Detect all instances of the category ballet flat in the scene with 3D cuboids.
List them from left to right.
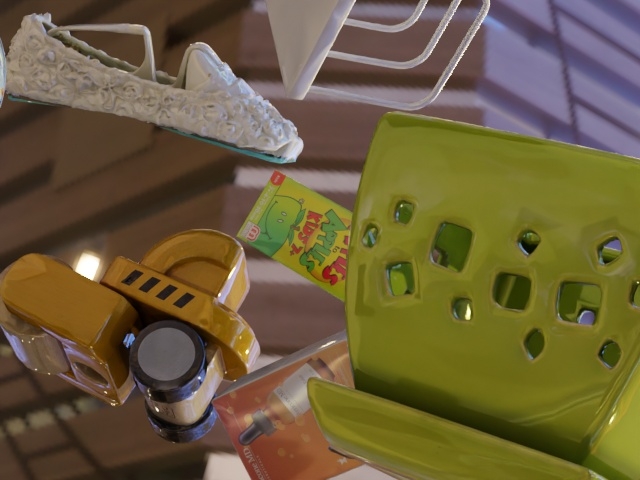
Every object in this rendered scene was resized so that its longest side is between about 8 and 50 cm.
[{"bbox_3d":[-0.214,-0.204,2.031,0.147,0.409,0.147,14,90,-89],"label":"ballet flat"}]

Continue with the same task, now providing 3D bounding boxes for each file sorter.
[{"bbox_3d":[0.054,-0.303,1.721,0.193,0.173,0.277,120,-30,-41],"label":"file sorter"}]

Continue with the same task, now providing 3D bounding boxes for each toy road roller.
[{"bbox_3d":[-0.231,0.088,2.037,0.330,0.202,0.240,24,-114,14],"label":"toy road roller"}]

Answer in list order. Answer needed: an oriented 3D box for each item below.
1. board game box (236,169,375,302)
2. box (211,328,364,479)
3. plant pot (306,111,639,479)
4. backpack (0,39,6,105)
[{"bbox_3d":[0.000,0.000,1.803,0.181,0.043,0.092,30,-91,32],"label":"board game box"},{"bbox_3d":[-0.004,0.182,1.664,0.170,0.091,0.130,-26,-88,20],"label":"box"},{"bbox_3d":[0.138,0.071,0.960,0.228,0.227,0.207,16,-100,36],"label":"plant pot"},{"bbox_3d":[-0.289,-0.143,1.201,0.084,0.105,0.114,-18,-133,7],"label":"backpack"}]
